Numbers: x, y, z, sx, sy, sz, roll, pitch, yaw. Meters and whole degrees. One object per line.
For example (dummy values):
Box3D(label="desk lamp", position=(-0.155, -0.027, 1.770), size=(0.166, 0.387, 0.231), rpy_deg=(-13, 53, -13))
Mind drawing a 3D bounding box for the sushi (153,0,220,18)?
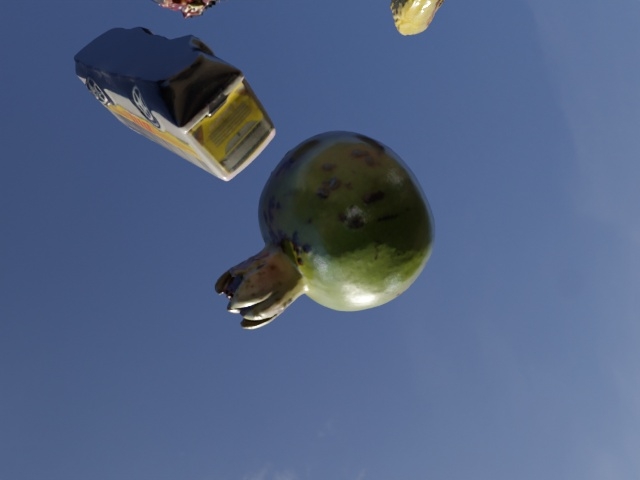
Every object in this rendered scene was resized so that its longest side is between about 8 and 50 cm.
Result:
Box3D(label="sushi", position=(-0.147, -0.340, 0.804), size=(0.153, 0.172, 0.150), rpy_deg=(47, -168, 23))

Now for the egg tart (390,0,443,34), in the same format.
Box3D(label="egg tart", position=(0.184, -0.437, 0.993), size=(0.128, 0.319, 0.319), rpy_deg=(41, -121, -3))

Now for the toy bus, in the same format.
Box3D(label="toy bus", position=(-0.099, -0.093, 0.458), size=(0.057, 0.172, 0.072), rpy_deg=(-46, -51, -12))

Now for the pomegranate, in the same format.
Box3D(label="pomegranate", position=(0.007, -0.001, 0.688), size=(0.210, 0.179, 0.179), rpy_deg=(-45, -61, 13))
